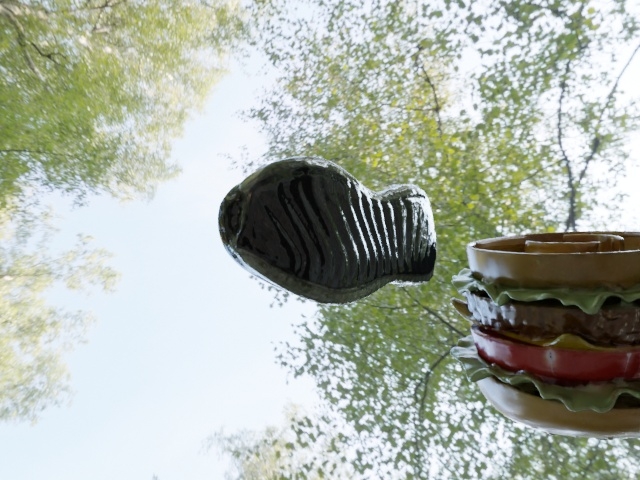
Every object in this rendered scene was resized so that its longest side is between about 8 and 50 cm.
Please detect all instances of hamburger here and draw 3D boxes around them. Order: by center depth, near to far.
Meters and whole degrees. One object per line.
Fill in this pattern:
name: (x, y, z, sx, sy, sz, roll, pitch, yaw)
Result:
hamburger: (0.285, 0.102, 0.597, 0.275, 0.274, 0.212, -5, -86, -16)

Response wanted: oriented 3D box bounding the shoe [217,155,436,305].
shoe: (0.000, 0.000, 0.414, 0.228, 0.112, 0.099, 1, -98, -48)
